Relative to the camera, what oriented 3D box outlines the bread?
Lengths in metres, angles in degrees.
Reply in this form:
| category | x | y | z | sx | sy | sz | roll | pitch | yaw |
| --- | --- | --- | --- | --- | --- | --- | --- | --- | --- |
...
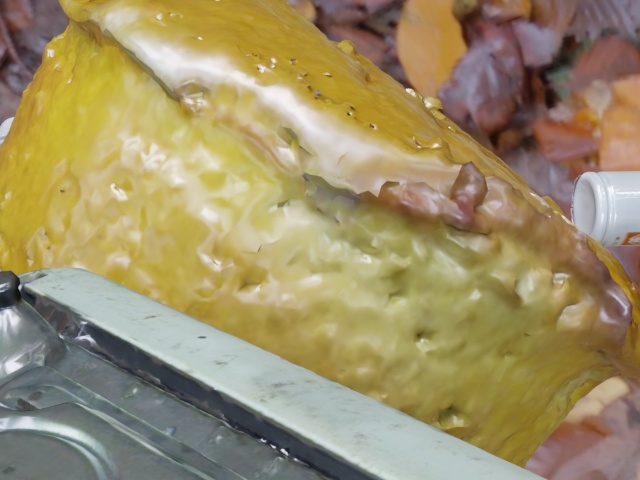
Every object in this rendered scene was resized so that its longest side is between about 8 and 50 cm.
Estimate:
| category | x | y | z | sx | sy | sz | roll | pitch | yaw |
| --- | --- | --- | --- | --- | --- | --- | --- | --- | --- |
| bread | 0.000 | 0.000 | 0.766 | 0.398 | 0.398 | 0.215 | 37 | 95 | 17 |

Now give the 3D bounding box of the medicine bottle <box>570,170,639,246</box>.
| category | x | y | z | sx | sy | sz | roll | pitch | yaw |
| --- | --- | --- | --- | --- | --- | --- | --- | --- | --- |
| medicine bottle | 0.238 | -0.024 | 0.988 | 0.089 | 0.057 | 0.057 | -2 | 79 | -10 |

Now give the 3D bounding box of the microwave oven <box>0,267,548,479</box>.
| category | x | y | z | sx | sy | sz | roll | pitch | yaw |
| --- | --- | --- | --- | --- | --- | --- | --- | --- | --- |
| microwave oven | -0.078 | 0.190 | 0.428 | 0.394 | 0.333 | 0.247 | 19 | 128 | 45 |

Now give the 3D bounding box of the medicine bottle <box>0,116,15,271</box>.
| category | x | y | z | sx | sy | sz | roll | pitch | yaw |
| --- | --- | --- | --- | --- | --- | --- | --- | --- | --- |
| medicine bottle | -0.209 | -0.010 | 0.886 | 0.079 | 0.079 | 0.140 | 6 | 59 | 15 |
